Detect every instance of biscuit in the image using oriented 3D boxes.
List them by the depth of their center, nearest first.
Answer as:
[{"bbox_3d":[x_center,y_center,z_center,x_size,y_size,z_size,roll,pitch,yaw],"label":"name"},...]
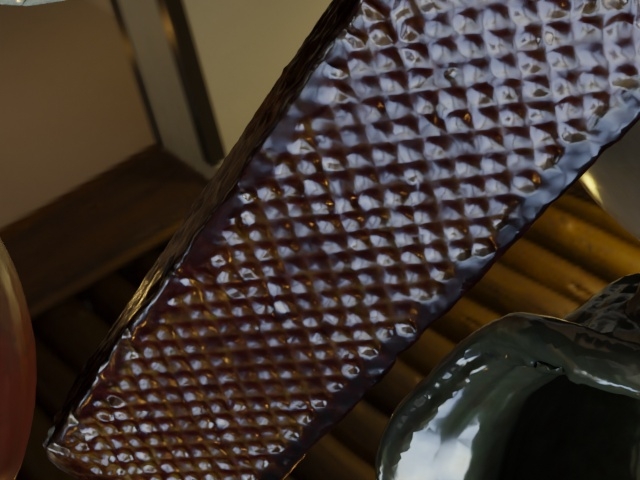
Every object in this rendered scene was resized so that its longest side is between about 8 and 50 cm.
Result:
[{"bbox_3d":[0.000,0.000,0.487,0.107,0.388,0.073,29,-142,-12],"label":"biscuit"}]

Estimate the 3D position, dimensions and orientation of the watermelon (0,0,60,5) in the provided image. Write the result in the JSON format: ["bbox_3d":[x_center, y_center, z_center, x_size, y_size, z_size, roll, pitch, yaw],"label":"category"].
[{"bbox_3d":[-0.185,-0.299,0.678,0.319,0.292,0.222,-34,-97,-18],"label":"watermelon"}]

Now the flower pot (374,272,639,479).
[{"bbox_3d":[0.192,0.143,0.552,0.213,0.301,0.302,-9,-149,-39],"label":"flower pot"}]

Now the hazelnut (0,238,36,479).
[{"bbox_3d":[-0.409,0.104,0.776,0.429,0.402,0.402,-20,-141,-26],"label":"hazelnut"}]

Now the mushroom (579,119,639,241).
[{"bbox_3d":[0.315,-0.128,0.708,0.362,0.362,0.294,18,-120,32],"label":"mushroom"}]
